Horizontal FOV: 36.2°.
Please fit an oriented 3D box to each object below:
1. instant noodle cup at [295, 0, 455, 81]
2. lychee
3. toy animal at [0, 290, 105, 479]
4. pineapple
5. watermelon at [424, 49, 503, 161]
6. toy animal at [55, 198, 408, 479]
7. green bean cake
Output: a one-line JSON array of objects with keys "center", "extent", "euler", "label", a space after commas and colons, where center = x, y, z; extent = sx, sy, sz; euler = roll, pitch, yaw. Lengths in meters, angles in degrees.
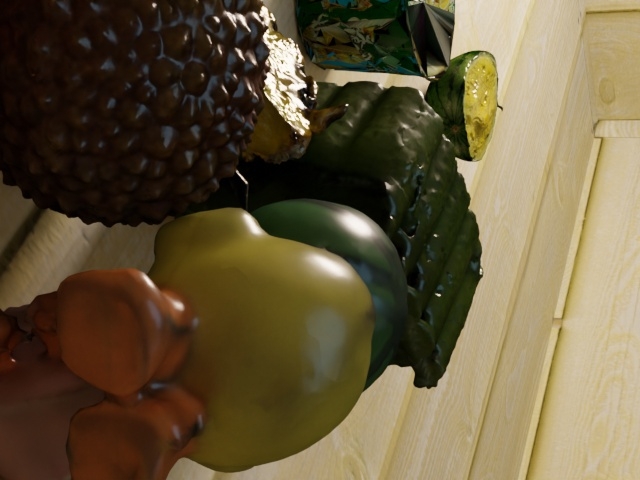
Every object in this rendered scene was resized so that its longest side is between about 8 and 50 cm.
[{"center": [0.080, -0.341, 1.409], "extent": [0.240, 0.178, 0.240], "euler": [3, 90, -65], "label": "instant noodle cup"}, {"center": [-0.174, -0.138, 0.786], "extent": [0.267, 0.267, 0.268], "euler": [3, 90, -65], "label": "lychee"}, {"center": [-0.231, 0.175, 0.836], "extent": [0.169, 0.195, 0.281], "euler": [-141, -139, -70], "label": "toy animal"}, {"center": [-0.110, -0.169, 0.982], "extent": [0.158, 0.334, 0.161], "euler": [-50, 171, 23], "label": "pineapple"}, {"center": [0.269, -0.263, 1.889], "extent": [0.232, 0.127, 0.204], "euler": [-63, 146, -38], "label": "watermelon"}, {"center": [-0.041, 0.076, 0.794], "extent": [0.338, 0.191, 0.216], "euler": [-23, 113, -56], "label": "toy animal"}, {"center": [0.000, 0.000, 1.124], "extent": [0.218, 0.319, 0.335], "euler": [-59, 139, -41], "label": "green bean cake"}]
